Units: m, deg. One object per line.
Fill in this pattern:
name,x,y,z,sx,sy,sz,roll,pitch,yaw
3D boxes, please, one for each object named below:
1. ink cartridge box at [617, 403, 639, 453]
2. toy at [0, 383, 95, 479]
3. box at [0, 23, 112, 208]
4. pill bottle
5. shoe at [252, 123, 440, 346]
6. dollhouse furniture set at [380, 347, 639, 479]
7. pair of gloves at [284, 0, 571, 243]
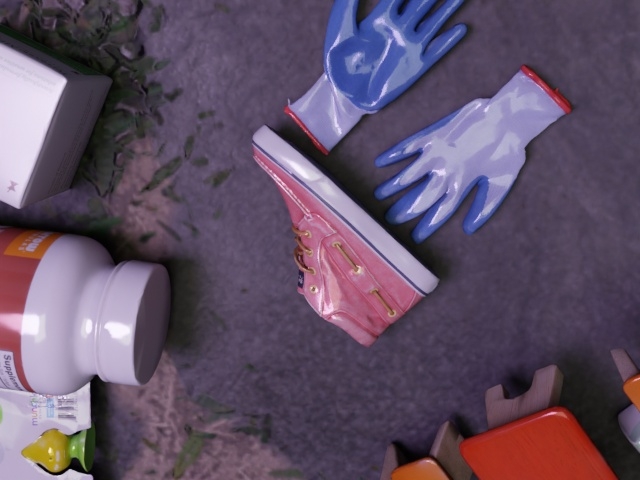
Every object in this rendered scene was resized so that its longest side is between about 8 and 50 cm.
ink cartridge box,0.375,0.140,0.530,0.225,0.056,0.181,-41,98,14
toy,-0.309,0.170,0.591,0.237,0.056,0.136,2,100,-1
box,-0.226,-0.093,0.502,0.101,0.087,0.102,27,105,-2
pill bottle,-0.230,0.049,0.521,0.216,0.121,0.121,7,104,2
shoe,0.000,0.000,0.519,0.178,0.063,0.081,42,98,-10
dollhouse furniture set,0.200,0.221,0.484,0.262,0.135,0.259,-32,102,29
pair of gloves,0.073,-0.101,0.511,0.198,0.023,0.159,44,101,-7
